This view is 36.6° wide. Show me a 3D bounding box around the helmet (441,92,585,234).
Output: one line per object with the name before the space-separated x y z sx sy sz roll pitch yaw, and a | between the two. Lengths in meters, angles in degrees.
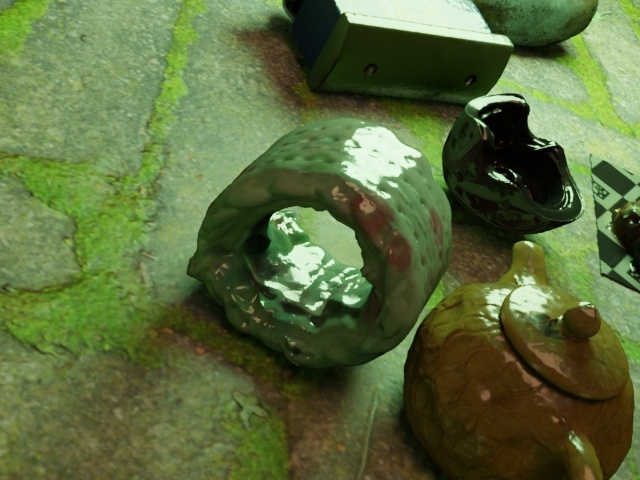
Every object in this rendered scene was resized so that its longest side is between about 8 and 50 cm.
helmet | 0.206 -0.074 1.107 0.177 0.107 0.153 54 37 1

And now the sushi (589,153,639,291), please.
sushi | 0.493 -0.001 1.242 0.292 0.059 0.294 25 36 -6

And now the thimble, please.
thimble | 0.000 0.000 0.833 0.211 0.185 0.149 3 27 24

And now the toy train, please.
toy train | 0.088 -0.278 1.255 0.299 0.131 0.202 -1 54 -33

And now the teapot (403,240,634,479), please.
teapot | 0.184 0.120 0.812 0.203 0.167 0.311 18 39 -15

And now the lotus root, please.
lotus root | 0.297 -0.382 1.493 0.322 0.140 0.158 -8 51 -35
